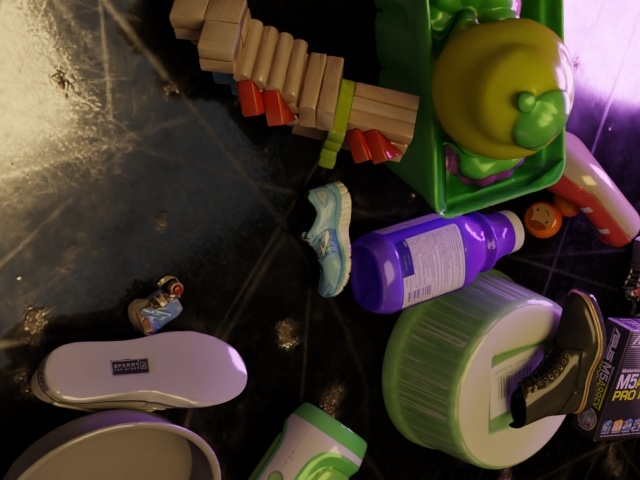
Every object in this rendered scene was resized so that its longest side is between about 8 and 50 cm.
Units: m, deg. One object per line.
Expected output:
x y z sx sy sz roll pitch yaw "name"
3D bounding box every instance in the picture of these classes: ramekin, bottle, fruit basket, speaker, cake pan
0.256 0.200 1.684 0.303 0.148 0.303 -11 110 -34 "ramekin"
0.175 0.019 1.606 0.283 0.092 0.118 -17 109 -32 "bottle"
0.231 -0.213 1.410 0.283 0.392 0.392 -18 113 -31 "fruit basket"
-0.060 0.375 1.519 0.131 0.131 0.296 43 77 -36 "speaker"
-0.266 0.321 1.347 0.293 0.054 0.293 -16 129 -21 "cake pan"

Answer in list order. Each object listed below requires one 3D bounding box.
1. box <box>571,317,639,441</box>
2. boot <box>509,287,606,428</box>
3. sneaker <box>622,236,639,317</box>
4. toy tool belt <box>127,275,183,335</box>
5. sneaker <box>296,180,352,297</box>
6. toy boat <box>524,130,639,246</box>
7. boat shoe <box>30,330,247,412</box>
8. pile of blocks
0.591 0.248 1.985 0.270 0.060 0.216 4 109 -37 "box"
0.339 0.177 1.600 0.137 0.077 0.198 -13 110 -28 "boot"
0.564 0.071 1.932 0.065 0.061 0.158 -25 116 -21 "sneaker"
-0.197 0.085 1.379 0.083 0.051 0.052 -39 123 -21 "toy tool belt"
0.000 0.000 1.506 0.073 0.063 0.162 -5 103 -17 "sneaker"
0.386 -0.062 1.730 0.151 0.151 0.231 -38 128 14 "toy boat"
-0.224 0.171 1.360 0.267 0.088 0.096 -2 73 -33 "boat shoe"
-0.041 -0.165 1.345 0.362 0.149 0.112 26 58 -25 "pile of blocks"
